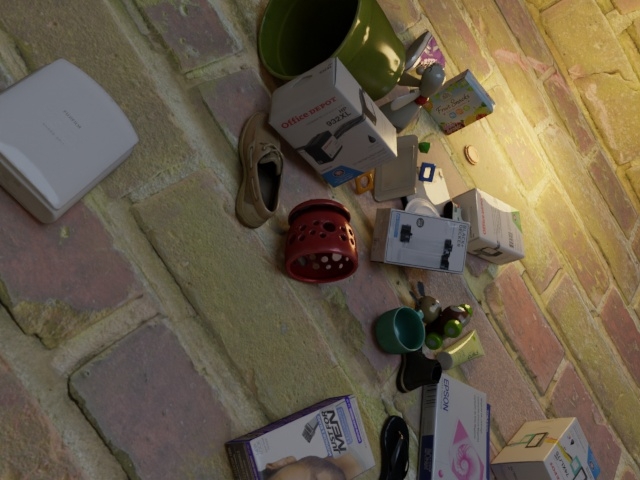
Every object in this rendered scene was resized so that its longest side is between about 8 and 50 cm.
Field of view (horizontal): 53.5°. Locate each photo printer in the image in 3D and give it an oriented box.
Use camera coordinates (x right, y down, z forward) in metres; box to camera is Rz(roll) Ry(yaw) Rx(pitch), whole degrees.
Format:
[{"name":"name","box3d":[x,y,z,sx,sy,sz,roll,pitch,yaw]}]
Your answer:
[{"name":"photo printer","box3d":[-0.541,-0.219,1.312,0.256,0.107,0.307,49,47,-16]}]

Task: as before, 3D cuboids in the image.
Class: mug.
[{"name":"mug","box3d":[0.230,0.263,1.827,0.158,0.097,0.129,10,66,-41]}]

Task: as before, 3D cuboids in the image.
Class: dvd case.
[{"name":"dvd case","box3d":[0.357,-0.168,2.178,0.253,0.022,0.180,-4,76,-43]}]

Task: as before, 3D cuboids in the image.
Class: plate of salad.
[{"name":"plate of salad","box3d":[0.329,-0.039,2.042,0.200,0.048,0.199,17,64,-38]}]

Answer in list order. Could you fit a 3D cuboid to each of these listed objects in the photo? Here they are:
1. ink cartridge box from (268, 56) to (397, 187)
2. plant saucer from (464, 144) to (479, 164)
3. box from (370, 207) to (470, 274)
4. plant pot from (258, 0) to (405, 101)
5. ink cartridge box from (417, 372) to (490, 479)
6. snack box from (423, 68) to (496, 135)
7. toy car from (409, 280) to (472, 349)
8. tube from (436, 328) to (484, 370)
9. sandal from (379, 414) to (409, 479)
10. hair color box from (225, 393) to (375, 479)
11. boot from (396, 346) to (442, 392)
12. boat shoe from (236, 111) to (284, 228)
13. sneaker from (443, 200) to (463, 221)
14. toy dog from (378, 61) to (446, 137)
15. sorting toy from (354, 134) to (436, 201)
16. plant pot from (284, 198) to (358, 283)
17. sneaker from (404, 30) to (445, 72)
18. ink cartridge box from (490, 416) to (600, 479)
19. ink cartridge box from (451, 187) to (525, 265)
[{"name":"ink cartridge box","box3d":[0.038,-0.316,1.751,0.307,0.223,0.129,41,37,-39]},{"name":"plant saucer","box3d":[0.591,-0.334,2.470,0.083,0.013,0.083,18,62,-37]},{"name":"box","box3d":[0.305,0.003,1.929,0.290,0.087,0.169,10,87,-24]},{"name":"plant pot","box3d":[0.068,-0.580,1.888,0.353,0.367,0.366,20,59,-50]},{"name":"ink cartridge box","box3d":[0.428,0.595,1.893,0.330,0.071,0.324,28,55,-30]},{"name":"snack box","box3d":[0.501,-0.501,2.319,0.174,0.207,0.070,45,48,-21]},{"name":"toy car","box3d":[0.350,0.210,1.942,0.188,0.149,0.155,51,32,4]},{"name":"tube","box3d":[0.456,0.352,2.029,0.240,0.062,0.070,-10,120,-49]},{"name":"sandal","box3d":[0.206,0.596,1.695,0.097,0.054,0.254,29,55,-31]},{"name":"hair color box","box3d":[-0.037,0.499,1.477,0.339,0.110,0.185,-12,82,-43]},{"name":"boot","box3d":[0.302,0.340,1.833,0.077,0.137,0.197,32,52,-28]},{"name":"boat shoe","box3d":[-0.140,-0.199,1.670,0.122,0.110,0.341,19,61,-36]},{"name":"sneaker","box3d":[0.461,-0.051,2.182,0.075,0.057,0.161,13,76,-32]},{"name":"toy dog","box3d":[0.243,-0.446,2.021,0.161,0.333,0.220,27,29,-13]},{"name":"sorting toy","box3d":[0.233,-0.234,2.030,0.348,0.047,0.196,-14,112,-34]},{"name":"plant pot","box3d":[0.000,0.000,1.669,0.191,0.191,0.174,22,51,-35]},{"name":"sneaker","box3d":[0.394,-0.663,2.367,0.161,0.102,0.282,53,46,-17]},{"name":"ink cartridge box","box3d":[0.713,0.720,2.008,0.270,0.197,0.198,-25,90,-45]},{"name":"ink cartridge box","box3d":[0.604,-0.046,2.288,0.273,0.115,0.198,20,60,-36]}]
